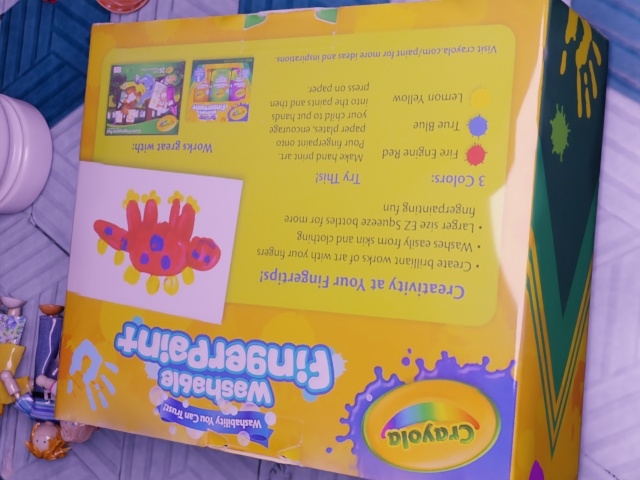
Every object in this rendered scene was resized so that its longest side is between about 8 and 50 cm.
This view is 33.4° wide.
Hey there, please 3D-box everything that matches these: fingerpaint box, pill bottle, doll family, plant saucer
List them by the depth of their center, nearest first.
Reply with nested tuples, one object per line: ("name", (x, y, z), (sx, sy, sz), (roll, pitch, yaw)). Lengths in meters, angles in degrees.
("fingerpaint box", (0.000, 0.000, 0.917), (0.445, 0.163, 0.371), (3, 86, 32))
("pill bottle", (-0.430, -0.106, 1.109), (0.160, 0.283, 0.160), (-3, 85, 32))
("doll family", (-0.311, 0.147, 1.143), (0.263, 0.118, 0.163), (7, 83, 14))
("plant saucer", (-0.212, -0.287, 1.146), (0.084, 0.013, 0.083), (5, 105, 20))

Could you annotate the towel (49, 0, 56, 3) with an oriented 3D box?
("towel", (-0.288, -0.428, 1.207), (0.199, 0.031, 0.274), (-32, 70, 24))
